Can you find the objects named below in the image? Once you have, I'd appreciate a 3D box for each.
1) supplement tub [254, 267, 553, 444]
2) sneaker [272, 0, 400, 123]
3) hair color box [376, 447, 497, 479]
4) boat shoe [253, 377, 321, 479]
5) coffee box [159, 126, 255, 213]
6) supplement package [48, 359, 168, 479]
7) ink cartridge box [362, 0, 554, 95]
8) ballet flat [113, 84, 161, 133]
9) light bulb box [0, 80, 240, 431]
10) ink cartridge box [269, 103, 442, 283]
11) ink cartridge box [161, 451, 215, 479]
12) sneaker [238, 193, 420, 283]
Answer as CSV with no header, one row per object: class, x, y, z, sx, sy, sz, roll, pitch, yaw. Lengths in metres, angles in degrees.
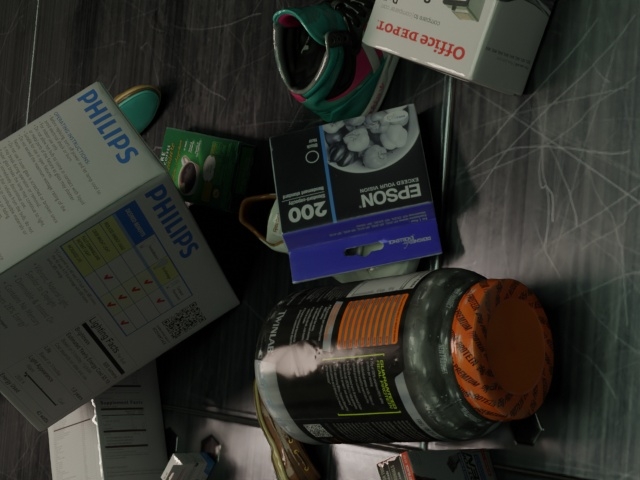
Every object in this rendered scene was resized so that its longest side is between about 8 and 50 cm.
supplement tub,0.100,0.145,1.506,0.338,0.207,0.207,-9,78,42
sneaker,0.027,-0.305,1.653,0.124,0.178,0.295,25,101,42
hair color box,0.149,0.300,1.466,0.053,0.167,0.093,-32,64,36
boat shoe,-0.047,0.270,1.736,0.060,0.064,0.178,-23,68,6
coffee box,-0.184,-0.111,1.921,0.184,0.040,0.113,13,93,43
supplement package,-0.339,0.305,1.947,0.139,0.134,0.244,-21,70,40
ink cartridge box,0.194,-0.342,1.544,0.198,0.115,0.272,27,103,42
ballet flat,-0.350,-0.191,2.067,0.232,0.080,0.073,-48,40,26
light bulb box,-0.360,0.031,1.763,0.361,0.358,0.225,-33,55,-8
ink cartridge box,0.044,-0.062,1.620,0.206,0.045,0.208,-13,67,8
ink cartridge box,-0.206,0.347,1.851,0.028,0.083,0.048,42,112,38
sneaker,0.000,0.000,1.679,0.290,0.123,0.106,16,94,42
